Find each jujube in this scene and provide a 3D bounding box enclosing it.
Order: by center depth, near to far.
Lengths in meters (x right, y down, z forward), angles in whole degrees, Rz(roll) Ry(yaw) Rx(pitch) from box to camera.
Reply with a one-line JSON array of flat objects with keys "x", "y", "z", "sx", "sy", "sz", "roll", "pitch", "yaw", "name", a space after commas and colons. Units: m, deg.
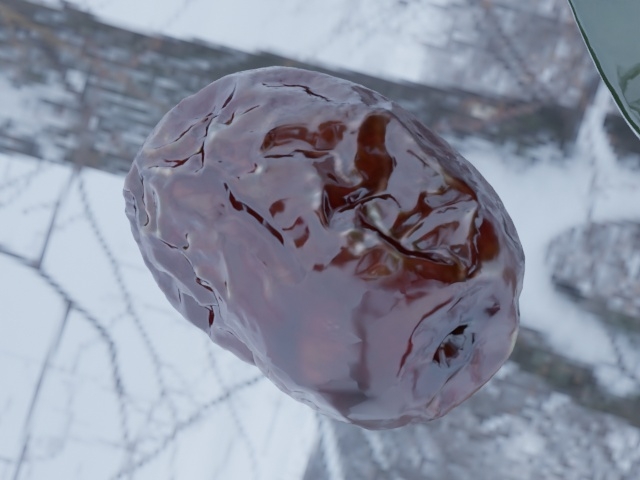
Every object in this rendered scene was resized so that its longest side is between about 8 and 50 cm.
[{"x": 0.000, "y": -0.001, "z": 1.626, "sx": 0.276, "sy": 0.377, "sz": 0.276, "roll": -30, "pitch": 142, "yaw": -26, "name": "jujube"}]

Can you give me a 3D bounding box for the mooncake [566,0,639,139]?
[{"x": 0.304, "y": -0.232, "z": 1.399, "sx": 0.356, "sy": 0.194, "sz": 0.356, "roll": 45, "pitch": 34, "yaw": -43, "name": "mooncake"}]
